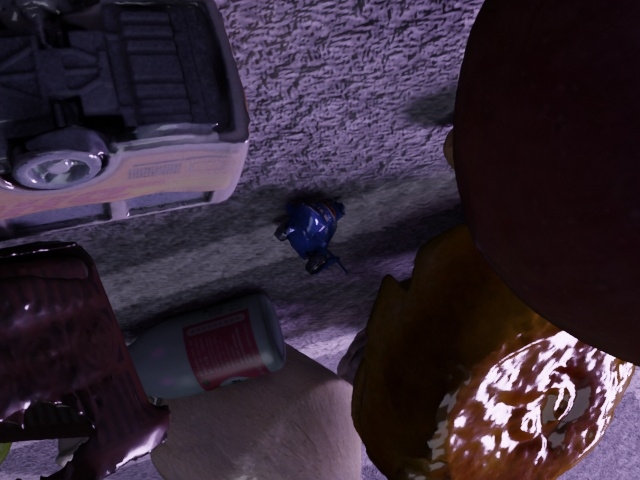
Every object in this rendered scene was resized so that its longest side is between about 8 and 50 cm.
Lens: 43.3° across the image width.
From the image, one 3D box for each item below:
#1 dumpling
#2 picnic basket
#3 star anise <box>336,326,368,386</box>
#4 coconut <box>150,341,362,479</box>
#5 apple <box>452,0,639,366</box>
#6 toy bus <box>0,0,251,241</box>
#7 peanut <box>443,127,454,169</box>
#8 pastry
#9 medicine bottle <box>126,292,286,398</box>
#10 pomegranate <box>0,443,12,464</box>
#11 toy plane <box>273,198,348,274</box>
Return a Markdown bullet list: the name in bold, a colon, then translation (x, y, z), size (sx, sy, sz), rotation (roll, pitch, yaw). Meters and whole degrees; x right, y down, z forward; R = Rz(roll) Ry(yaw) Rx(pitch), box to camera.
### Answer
- **dumpling**: translation (-0.294, 0.262, 1.136), size (0.134, 0.099, 0.169), rotation (-32, 159, 8)
- **picnic basket**: translation (-0.254, 0.081, 0.449), size (0.297, 0.129, 0.222), rotation (-10, -179, 25)
- **star anise**: translation (0.162, 0.121, 1.080), size (0.316, 0.139, 0.359), rotation (-17, 176, 27)
- **coconut**: translation (-0.066, 0.248, 0.983), size (0.266, 0.237, 0.237), rotation (24, -175, 36)
- **apple**: translation (0.220, -0.064, 0.401), size (0.306, 0.305, 0.235), rotation (-12, -177, -9)
- **toy bus**: translation (-0.210, -0.048, 0.397), size (0.343, 0.097, 0.138), rotation (-11, 166, -14)
- **peanut**: translation (0.150, -0.083, 0.622), size (0.113, 0.053, 0.054), rotation (-18, 159, 6)
- **pastry**: translation (0.191, 0.128, 0.859), size (0.356, 0.164, 0.355), rotation (-14, 121, -25)
- **medicine bottle**: translation (-0.152, 0.129, 0.895), size (0.217, 0.090, 0.090), rotation (-17, 160, 6)
- **pomegranate**: translation (-0.328, 0.123, 0.686), size (0.209, 0.180, 0.180), rotation (-49, 171, -23)
- **toy plane**: translation (0.000, 0.000, 0.738), size (0.062, 0.054, 0.167), rotation (-39, 161, -9)
